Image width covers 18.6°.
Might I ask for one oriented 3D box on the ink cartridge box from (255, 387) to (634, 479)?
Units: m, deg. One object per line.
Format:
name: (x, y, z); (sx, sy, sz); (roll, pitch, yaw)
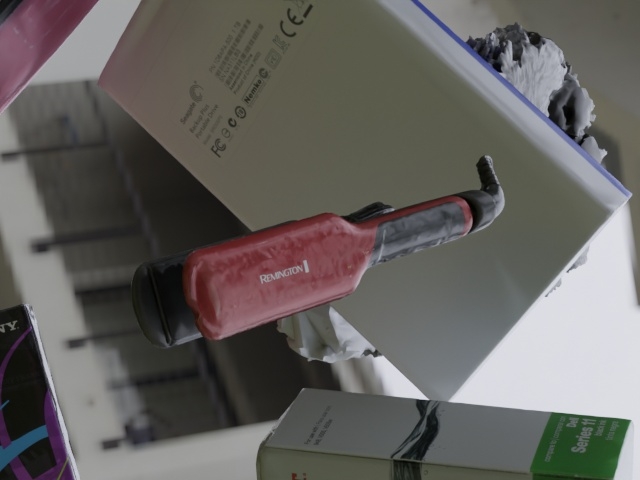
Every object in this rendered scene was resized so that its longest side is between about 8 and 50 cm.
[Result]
ink cartridge box: (0.075, 0.178, 1.156); (0.087, 0.208, 0.153); (-53, 145, -63)

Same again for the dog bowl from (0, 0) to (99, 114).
dog bowl: (-0.287, -0.141, 1.365); (0.150, 0.408, 0.408); (42, -20, -12)

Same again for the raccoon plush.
raccoon plush: (0.014, -0.052, 1.554); (0.299, 0.446, 0.216); (2, -79, 37)

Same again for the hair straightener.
hair straightener: (0.000, 0.000, 0.925); (0.089, 0.230, 0.047); (-12, -81, 48)

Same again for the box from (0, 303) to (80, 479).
box: (-0.185, 0.125, 1.010); (0.029, 0.116, 0.162); (93, -20, -83)

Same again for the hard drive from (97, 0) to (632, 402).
hard drive: (0.017, -0.066, 1.236); (0.318, 0.040, 0.210); (43, -48, 8)
